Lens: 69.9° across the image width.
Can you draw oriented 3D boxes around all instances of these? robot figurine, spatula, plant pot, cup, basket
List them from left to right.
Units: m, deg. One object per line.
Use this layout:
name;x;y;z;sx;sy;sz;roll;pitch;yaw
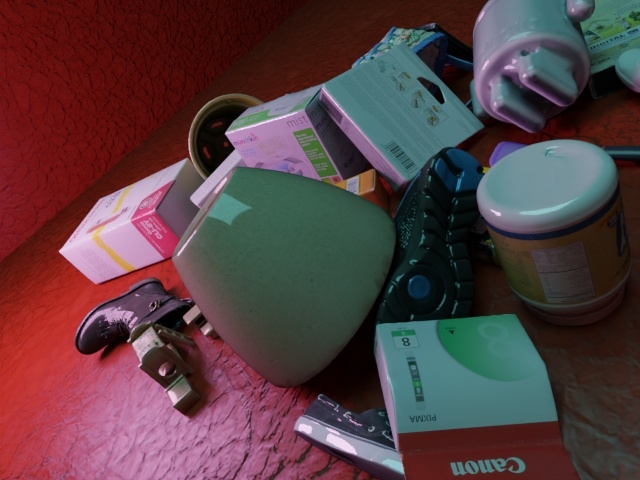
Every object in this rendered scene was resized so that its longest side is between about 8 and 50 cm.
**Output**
plant pot;-0.272;-0.293;1.404;0.276;0.276;0.254;-40;21;-9
cup;-0.082;0.020;0.712;0.331;0.237;0.331;-47;19;22
basket;0.232;-0.374;1.113;0.289;0.201;0.255;36;71;20
robot figurine;0.409;-0.377;0.910;0.300;0.199;0.353;-44;26;48
spatula;0.432;-0.139;0.763;0.296;0.030;0.084;8;52;46

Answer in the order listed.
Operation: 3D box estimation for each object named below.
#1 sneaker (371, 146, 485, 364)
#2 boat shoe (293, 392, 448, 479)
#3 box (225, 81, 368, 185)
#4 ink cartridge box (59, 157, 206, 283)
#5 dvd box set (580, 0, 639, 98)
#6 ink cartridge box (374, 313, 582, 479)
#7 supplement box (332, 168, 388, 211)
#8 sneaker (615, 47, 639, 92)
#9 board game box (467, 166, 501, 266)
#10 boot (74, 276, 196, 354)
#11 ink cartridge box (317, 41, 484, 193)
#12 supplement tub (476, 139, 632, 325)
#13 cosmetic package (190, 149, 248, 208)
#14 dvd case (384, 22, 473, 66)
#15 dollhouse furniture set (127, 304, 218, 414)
sneaker;0.155;0.036;0.688;0.139;0.125;0.341;139;154;-73
boat shoe;0.064;0.239;0.559;0.228;0.080;0.076;-4;44;49
box;-0.056;-0.230;1.125;0.262;0.231;0.127;-2;44;38
ink cartridge box;-0.545;-0.056;1.389;0.384;0.160;0.279;-19;35;22
dvd box set;0.670;-0.468;0.956;0.307;0.062;0.420;-18;36;24
ink cartridge box;0.165;0.179;0.498;0.181;0.056;0.225;-4;33;-2
supplement box;0.025;-0.067;0.984;0.233;0.078;0.080;-18;39;25
sneaker;0.564;-0.277;0.730;0.080;0.094;0.212;-41;43;12
board game box;0.283;-0.045;0.757;0.170;0.048;0.141;-45;32;-16
boot;-0.422;0.190;1.027;0.263;0.091;0.229;-43;33;-17
ink cartridge box;0.170;-0.269;0.976;0.239;0.275;0.060;-34;-12;-21
supplement tub;0.287;-0.004;0.557;0.144;0.200;0.144;-23;35;17
cosmetic package;-0.232;-0.155;1.257;0.231;0.117;0.085;-48;35;-7
dvd case;0.304;-0.515;1.226;0.164;0.221;0.018;13;93;49
dollhouse furniture set;-0.257;0.194;0.866;0.161;0.101;0.182;-44;34;-15
